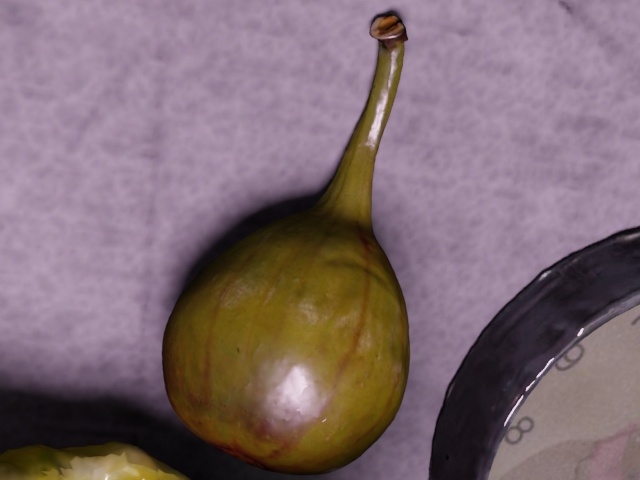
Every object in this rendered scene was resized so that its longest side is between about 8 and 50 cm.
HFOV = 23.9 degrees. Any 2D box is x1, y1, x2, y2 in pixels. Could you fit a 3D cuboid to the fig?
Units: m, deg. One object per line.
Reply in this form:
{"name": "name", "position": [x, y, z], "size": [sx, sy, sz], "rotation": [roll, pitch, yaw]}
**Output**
{"name": "fig", "position": [0.000, 0.000, 0.767], "size": [0.124, 0.124, 0.236], "rotation": [21, 80, -27]}

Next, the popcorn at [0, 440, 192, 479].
{"name": "popcorn", "position": [-0.102, 0.219, 0.717], "size": [0.321, 0.290, 0.325], "rotation": [-49, 119, -7]}

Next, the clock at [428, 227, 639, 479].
{"name": "clock", "position": [0.203, 0.128, 0.910], "size": [0.280, 0.055, 0.281], "rotation": [-8, 116, -16]}
